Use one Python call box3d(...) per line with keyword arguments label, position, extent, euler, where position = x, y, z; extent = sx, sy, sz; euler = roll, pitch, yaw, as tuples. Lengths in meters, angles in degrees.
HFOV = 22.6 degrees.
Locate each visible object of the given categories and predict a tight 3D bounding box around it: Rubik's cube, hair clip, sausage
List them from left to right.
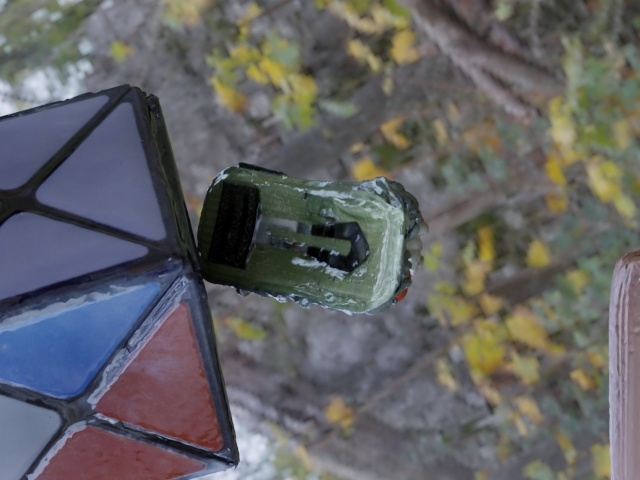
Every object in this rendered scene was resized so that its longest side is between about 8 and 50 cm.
box3d(label="Rubik's cube", position=(-0.260, 0.066, 1.602), extent=(0.310, 0.305, 0.307), euler=(-112, 8, -45))
box3d(label="hair clip", position=(0.001, 0.000, 1.551), extent=(0.091, 0.321, 0.138), euler=(6, -87, -36))
box3d(label="sausage", position=(0.346, 0.152, 1.690), extent=(0.086, 0.086, 0.289), euler=(12, -101, -75))
